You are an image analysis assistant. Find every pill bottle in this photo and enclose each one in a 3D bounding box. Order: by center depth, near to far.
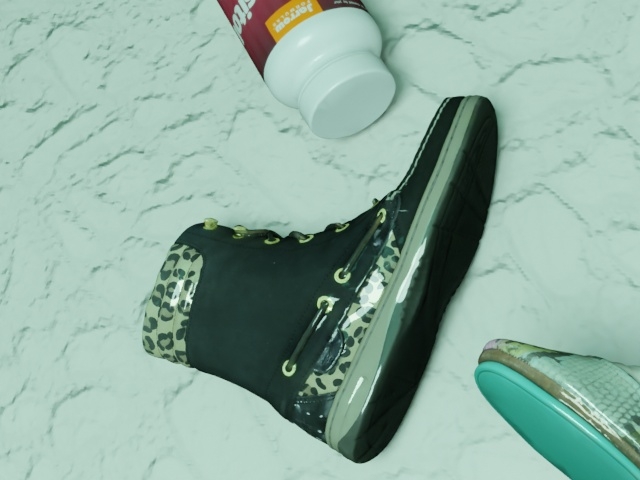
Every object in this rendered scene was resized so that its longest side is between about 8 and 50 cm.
[{"bbox_3d":[-0.012,-0.147,0.715,0.086,0.086,0.152,-34,64,8],"label":"pill bottle"}]

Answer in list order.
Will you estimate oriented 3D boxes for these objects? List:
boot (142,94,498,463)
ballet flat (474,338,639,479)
[{"bbox_3d":[-0.001,0.000,0.663,0.178,0.085,0.236,18,80,28],"label":"boot"},{"bbox_3d":[0.171,0.111,0.474,0.079,0.077,0.221,-40,66,-16],"label":"ballet flat"}]
